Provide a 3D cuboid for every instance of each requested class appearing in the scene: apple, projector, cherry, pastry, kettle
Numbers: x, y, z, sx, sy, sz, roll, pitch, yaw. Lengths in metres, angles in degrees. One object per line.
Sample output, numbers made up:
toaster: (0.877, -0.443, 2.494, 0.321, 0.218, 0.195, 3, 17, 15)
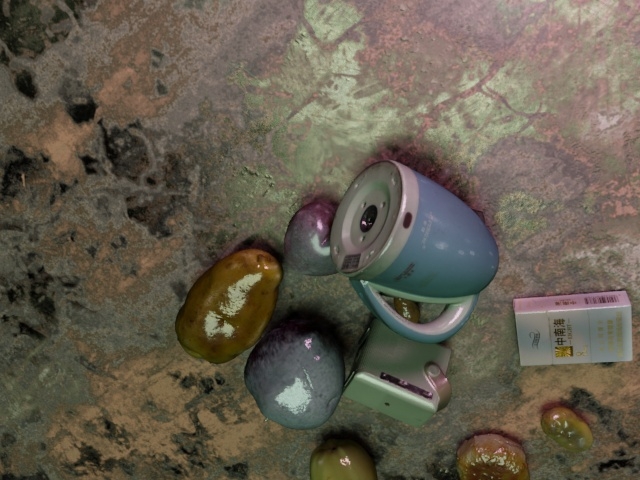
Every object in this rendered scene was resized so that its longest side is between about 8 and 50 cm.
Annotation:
apple: (0.061, 0.642, 1.719, 0.200, 0.200, 0.200, 6, 118, 11)
projector: (0.193, 0.319, 1.502, 0.243, 0.177, 0.163, 23, 145, 3)
cherry: (-0.062, 0.335, 1.556, 0.255, 0.218, 0.296, 44, 117, 31)
cherry: (0.002, 0.003, 1.418, 0.176, 0.140, 0.176, 11, 127, 16)
pastry: (0.452, 0.600, 1.651, 0.182, 0.093, 0.192, -9, 115, 21)
kettle: (0.211, 0.044, 1.304, 0.342, 0.247, 0.319, 23, 82, -27)

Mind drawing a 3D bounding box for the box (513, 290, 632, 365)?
box: (0.568, 0.201, 1.426, 0.243, 0.067, 0.155, -7, 114, 17)

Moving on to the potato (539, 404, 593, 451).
potato: (0.605, 0.463, 1.554, 0.138, 0.070, 0.091, 38, 118, -10)

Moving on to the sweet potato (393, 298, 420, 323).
sweet potato: (0.204, 0.122, 1.482, 0.065, 0.051, 0.218, 5, 118, 15)

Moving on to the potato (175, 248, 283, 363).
potato: (-0.225, 0.166, 1.553, 0.195, 0.176, 0.369, 50, 119, 25)
